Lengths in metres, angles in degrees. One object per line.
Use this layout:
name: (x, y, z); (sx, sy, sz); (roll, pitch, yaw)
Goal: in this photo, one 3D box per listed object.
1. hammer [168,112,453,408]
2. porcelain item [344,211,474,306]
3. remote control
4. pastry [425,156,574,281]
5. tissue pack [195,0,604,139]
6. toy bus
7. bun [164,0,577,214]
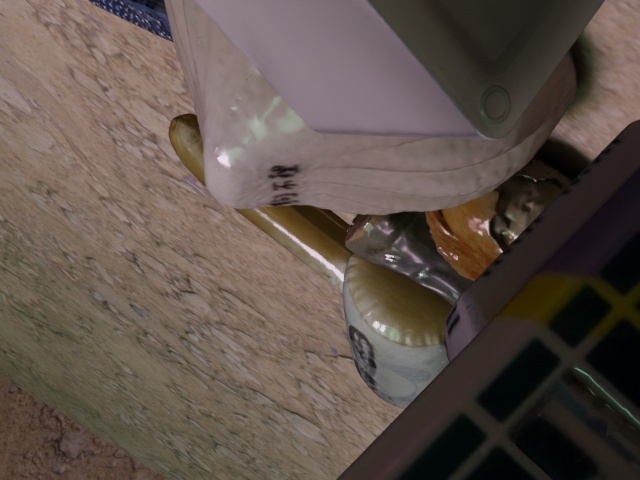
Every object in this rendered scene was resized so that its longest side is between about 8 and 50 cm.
hammer: (0.000, 0.000, 1.493); (0.305, 0.113, 0.202); (39, 162, 16)
porcelain item: (0.124, 0.032, 1.342); (0.215, 0.081, 0.069); (38, 162, -7)
remote control: (-0.128, -0.171, 1.421); (0.152, 0.027, 0.043); (27, 167, 40)
pastry: (0.134, 0.000, 1.232); (0.153, 0.081, 0.153); (37, 174, 4)
tissue pack: (0.011, -0.177, 0.864); (0.246, 0.159, 0.136); (48, 160, -29)
toy bus: (0.146, 0.128, 0.947); (0.249, 0.440, 0.209); (43, 166, 12)
bun: (-0.003, -0.093, 1.103); (0.263, 0.175, 0.263); (35, 166, 10)
